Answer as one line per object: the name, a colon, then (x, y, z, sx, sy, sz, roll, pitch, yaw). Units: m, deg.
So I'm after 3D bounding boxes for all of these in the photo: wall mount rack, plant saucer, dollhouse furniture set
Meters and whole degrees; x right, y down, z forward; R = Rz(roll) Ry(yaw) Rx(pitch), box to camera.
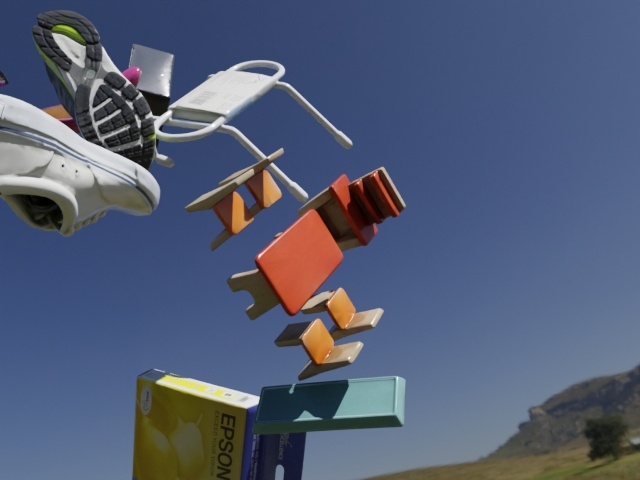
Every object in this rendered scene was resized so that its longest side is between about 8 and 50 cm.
wall mount rack: (-0.122, -0.200, 1.033, 0.304, 0.350, 0.131, 13, -50, 20)
plant saucer: (0.007, 0.199, 0.712, 0.192, 0.067, 0.018, -10, -52, 18)
dollhouse furniture set: (0.000, 0.000, 0.760, 0.135, 0.262, 0.259, -24, 14, 35)

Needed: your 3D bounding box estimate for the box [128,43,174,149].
box: (-0.379, -0.305, 1.257, 0.093, 0.156, 0.158, 10, -42, -21)

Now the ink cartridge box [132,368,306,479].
ink cartridge box: (-0.186, 0.404, 1.007, 0.307, 0.304, 0.072, 9, 8, 23)

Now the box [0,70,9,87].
box: (-0.668, -0.258, 1.059, 0.116, 0.162, 0.029, -2, -55, 31)

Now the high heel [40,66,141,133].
high heel: (-0.442, -0.255, 1.071, 0.244, 0.082, 0.117, -37, -55, 20)

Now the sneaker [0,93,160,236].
sneaker: (-0.246, -0.049, 0.563, 0.094, 0.091, 0.258, 8, -9, 17)

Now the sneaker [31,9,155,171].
sneaker: (-0.346, -0.212, 0.914, 0.111, 0.300, 0.121, -24, -15, -23)
